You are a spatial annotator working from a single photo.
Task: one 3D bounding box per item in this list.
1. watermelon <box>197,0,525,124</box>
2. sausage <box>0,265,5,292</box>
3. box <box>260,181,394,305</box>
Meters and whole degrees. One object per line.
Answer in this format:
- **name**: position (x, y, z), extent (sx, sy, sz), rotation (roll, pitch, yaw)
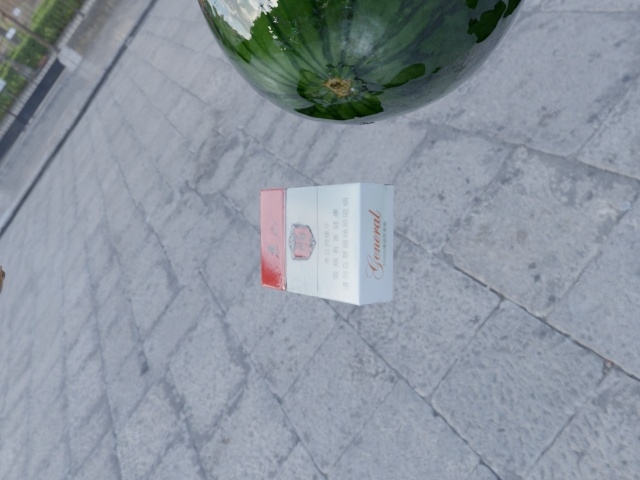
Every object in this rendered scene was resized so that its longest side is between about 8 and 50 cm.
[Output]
- **watermelon**: position (0.027, -0.203, 0.368), extent (0.242, 0.242, 0.242), rotation (-32, 41, 32)
- **sausage**: position (-0.561, 0.104, 0.743), extent (0.098, 0.098, 0.238), rotation (-4, 28, 50)
- **box**: position (0.000, 0.000, 0.490), extent (0.152, 0.048, 0.100), rotation (3, 92, 50)
